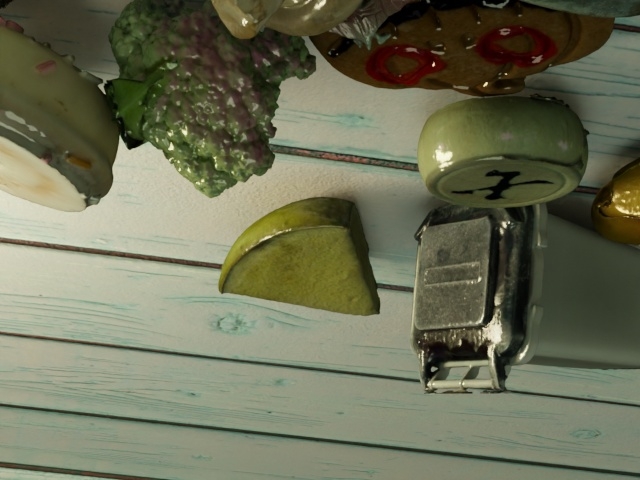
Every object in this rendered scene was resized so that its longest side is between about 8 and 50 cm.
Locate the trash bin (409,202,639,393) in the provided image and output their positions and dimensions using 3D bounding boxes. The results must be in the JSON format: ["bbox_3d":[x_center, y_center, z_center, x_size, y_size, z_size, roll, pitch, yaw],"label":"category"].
[{"bbox_3d":[0.334,0.105,2.174,0.368,0.296,0.256,13,165,-34],"label":"trash bin"}]

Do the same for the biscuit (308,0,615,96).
[{"bbox_3d":[0.171,-0.259,1.746,0.367,0.063,0.314,-8,149,20],"label":"biscuit"}]

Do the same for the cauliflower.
[{"bbox_3d":[-0.141,-0.198,1.787,0.256,0.315,0.239,30,107,2],"label":"cauliflower"}]

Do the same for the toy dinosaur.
[{"bbox_3d":[0.041,-0.265,1.661,0.220,0.032,0.108,-3,137,34],"label":"toy dinosaur"}]

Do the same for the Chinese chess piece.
[{"bbox_3d":[0.244,-0.116,1.937,0.238,0.092,0.238,1,162,0],"label":"Chinese chess piece"}]

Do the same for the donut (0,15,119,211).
[{"bbox_3d":[-0.415,-0.173,1.800,0.383,0.142,0.382,24,165,7],"label":"donut"}]

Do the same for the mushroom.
[{"bbox_3d":[-0.048,-0.296,1.539,0.204,0.204,0.204,3,153,2],"label":"mushroom"}]

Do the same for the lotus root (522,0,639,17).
[{"bbox_3d":[0.276,-0.322,1.513,0.349,0.175,0.175,11,152,-25],"label":"lotus root"}]

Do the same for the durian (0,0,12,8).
[{"bbox_3d":[-0.389,-0.312,1.710,0.091,0.080,0.080,-32,138,25],"label":"durian"}]

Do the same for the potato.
[{"bbox_3d":[0.000,0.000,2.216,0.269,0.112,0.255,8,149,-14],"label":"potato"}]

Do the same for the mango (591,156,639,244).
[{"bbox_3d":[0.493,-0.058,2.021,0.262,0.130,0.167,-11,155,38],"label":"mango"}]
